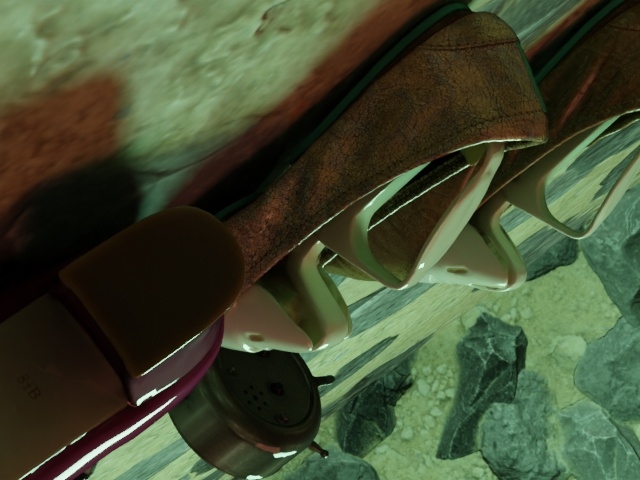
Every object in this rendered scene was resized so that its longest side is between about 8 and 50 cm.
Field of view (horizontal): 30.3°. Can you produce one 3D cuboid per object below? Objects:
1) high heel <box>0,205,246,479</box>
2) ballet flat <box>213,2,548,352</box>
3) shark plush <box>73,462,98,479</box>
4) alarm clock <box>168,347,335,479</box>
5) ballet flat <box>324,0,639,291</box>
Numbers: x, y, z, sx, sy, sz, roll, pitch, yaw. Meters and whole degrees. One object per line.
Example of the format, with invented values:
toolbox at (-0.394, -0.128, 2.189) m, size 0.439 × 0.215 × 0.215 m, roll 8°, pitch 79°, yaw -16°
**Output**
high heel at (-0.202, 0.112, 0.540) m, size 0.377 × 0.127 × 0.181 m, roll -26°, pitch 173°, yaw -21°
ballet flat at (0.000, 0.000, 0.681) m, size 0.316 × 0.106 × 0.107 m, roll -41°, pitch 167°, yaw 27°
shark plush at (-0.161, 0.097, 0.829) m, size 0.161 × 0.073 × 0.067 m, roll -53°, pitch -164°, yaw -24°
alarm clock at (-0.073, 0.119, 0.930) m, size 0.192 × 0.129 × 0.064 m, roll 8°, pitch 139°, yaw -43°
ballet flat at (0.151, -0.040, 0.909) m, size 0.342 × 0.124 × 0.116 m, roll -39°, pitch 168°, yaw 21°
